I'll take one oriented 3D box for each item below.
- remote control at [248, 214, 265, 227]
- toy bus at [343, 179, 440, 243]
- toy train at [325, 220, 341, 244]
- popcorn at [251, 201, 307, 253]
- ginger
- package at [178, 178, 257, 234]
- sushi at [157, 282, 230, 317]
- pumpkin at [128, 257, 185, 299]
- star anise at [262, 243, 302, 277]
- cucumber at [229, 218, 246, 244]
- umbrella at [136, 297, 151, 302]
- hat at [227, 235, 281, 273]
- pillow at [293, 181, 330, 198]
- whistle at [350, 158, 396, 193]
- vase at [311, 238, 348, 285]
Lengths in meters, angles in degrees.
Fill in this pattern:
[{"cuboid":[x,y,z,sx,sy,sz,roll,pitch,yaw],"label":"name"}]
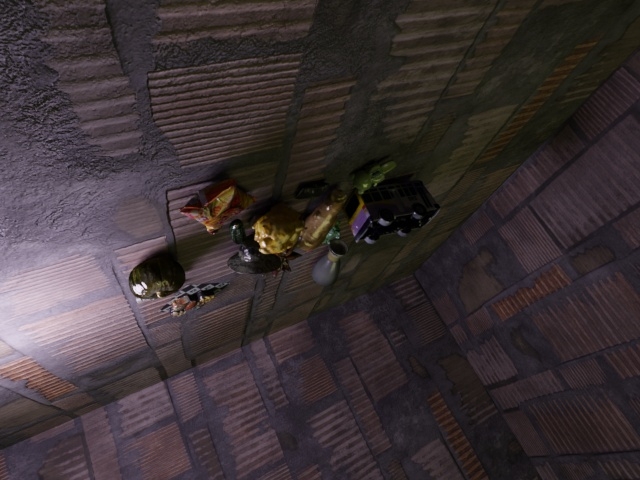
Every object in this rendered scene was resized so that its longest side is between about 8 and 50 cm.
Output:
[{"cuboid":[-0.209,-0.092,1.823,0.260,0.029,0.067,-7,142,-48],"label":"remote control"},{"cuboid":[0.361,-0.160,2.078,0.439,0.250,0.209,-11,154,-25],"label":"toy bus"},{"cuboid":[0.048,-0.042,2.201,0.149,0.081,0.099,-30,160,19],"label":"toy train"},{"cuboid":[-0.174,-0.041,1.702,0.253,0.191,0.190,-27,148,-32],"label":"popcorn"},{"cuboid":[0.034,-0.090,1.952,0.375,0.166,0.236,-35,150,31],"label":"ginger"},{"cuboid":[-0.354,-0.131,1.442,0.223,0.109,0.288,-30,171,-1],"label":"package"},{"cuboid":[-0.664,0.328,2.170,0.294,0.059,0.292,-40,157,25],"label":"sushi"},{"cuboid":[-0.661,0.160,1.651,0.223,0.157,0.224,-19,166,-5],"label":"pumpkin"},{"cuboid":[-0.218,0.076,2.126,0.271,0.102,0.272,-24,133,-29],"label":"star anise"},{"cuboid":[-0.336,-0.042,1.641,0.067,0.068,0.293,-24,173,-12],"label":"cucumber"},{"cuboid":[-0.755,0.249,1.886,0.188,0.046,0.050,-17,137,-26],"label":"umbrella"},{"cuboid":[-0.305,0.052,1.863,0.265,0.265,0.129,-15,120,-31],"label":"hat"},{"cuboid":[-0.036,-0.211,1.737,0.150,0.048,0.090,-16,153,-35],"label":"pillow"},{"cuboid":[0.236,-0.297,1.826,0.227,0.105,0.085,-31,-171,-3],"label":"whistle"},{"cuboid":[0.062,0.132,2.512,0.173,0.173,0.321,-16,150,-29],"label":"vase"}]
